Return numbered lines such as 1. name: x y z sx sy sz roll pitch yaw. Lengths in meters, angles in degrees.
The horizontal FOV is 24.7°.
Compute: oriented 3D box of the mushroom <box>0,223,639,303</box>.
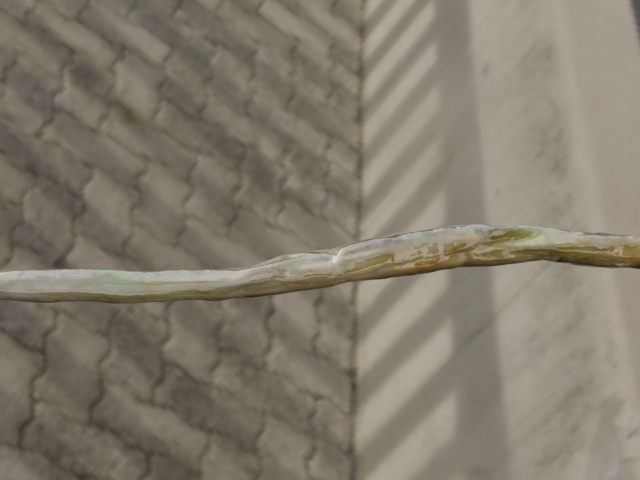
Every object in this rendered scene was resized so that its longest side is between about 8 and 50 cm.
1. mushroom: 0.000 0.006 0.422 0.286 0.026 0.028 1 78 -17
